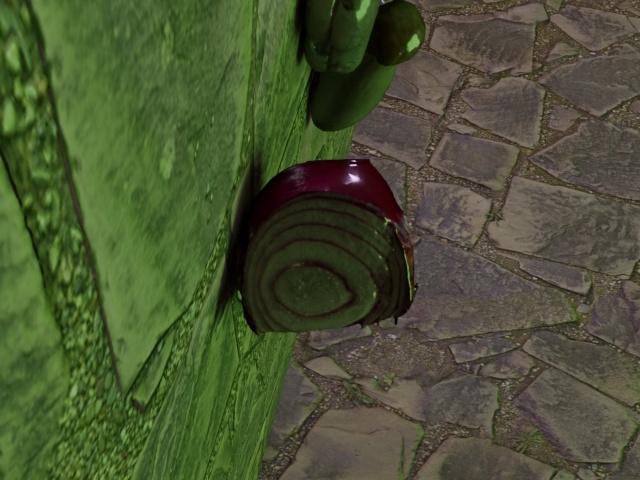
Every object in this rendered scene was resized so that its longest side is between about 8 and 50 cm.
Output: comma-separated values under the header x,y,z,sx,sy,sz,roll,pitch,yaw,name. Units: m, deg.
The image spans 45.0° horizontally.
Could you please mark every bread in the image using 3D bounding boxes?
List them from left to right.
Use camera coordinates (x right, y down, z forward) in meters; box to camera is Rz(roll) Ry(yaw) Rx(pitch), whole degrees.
x,y,z,sx,sy,sz,roll,pitch,yaw,name
0.039,-0.358,0.986,0.183,0.102,0.337,-67,173,-53,bread

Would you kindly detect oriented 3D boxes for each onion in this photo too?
x,y,z,sx,sy,sz,roll,pitch,yaw,name
-0.001,-0.002,0.982,0.207,0.216,0.206,-114,-159,-78,onion

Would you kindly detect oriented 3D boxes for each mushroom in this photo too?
x,y,z,sx,sy,sz,roll,pitch,yaw,name
0.065,-0.280,1.285,0.350,0.128,0.128,145,-38,-67,mushroom

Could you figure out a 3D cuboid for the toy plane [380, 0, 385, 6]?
x,y,z,sx,sy,sz,roll,pitch,yaw,name
0.091,-0.445,1.591,0.267,0.088,0.212,101,-19,-77,toy plane
